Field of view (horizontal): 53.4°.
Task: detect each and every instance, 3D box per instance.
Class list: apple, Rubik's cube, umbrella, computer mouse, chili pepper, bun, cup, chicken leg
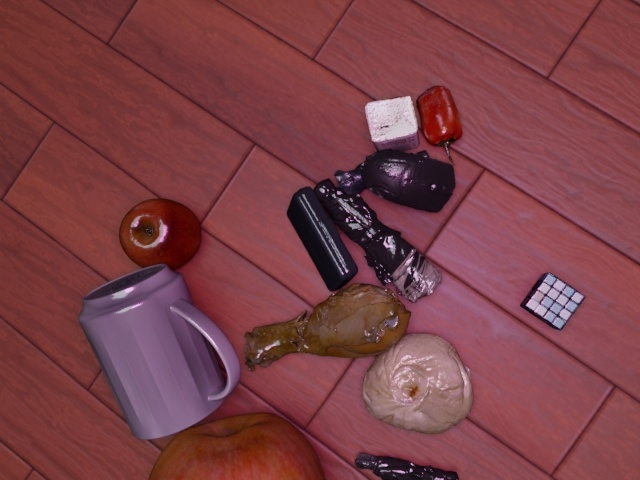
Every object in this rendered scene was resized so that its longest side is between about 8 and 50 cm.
[{"bbox_3d":[-0.173,0.549,1.328,0.392,0.391,0.346,-14,84,8],"label":"apple"},{"bbox_3d":[0.504,0.132,1.389,0.092,0.092,0.092,36,92,11],"label":"Rubik's cube"},{"bbox_3d":[0.145,-0.168,1.496,0.224,0.080,0.071,-18,47,4],"label":"umbrella"},{"bbox_3d":[0.118,-0.003,1.439,0.358,0.106,0.113,44,101,2],"label":"umbrella"},{"bbox_3d":[0.202,-0.138,1.441,0.217,0.073,0.121,13,106,-12],"label":"computer mouse"},{"bbox_3d":[0.281,-0.256,1.466,0.084,0.086,0.192,-8,73,-19],"label":"chili pepper"},{"bbox_3d":[0.219,0.325,1.396,0.244,0.153,0.243,0,90,9],"label":"bun"},{"bbox_3d":[-0.380,-0.014,1.520,0.181,0.168,0.180,-1,79,7],"label":"apple"},{"bbox_3d":[0.193,0.523,1.429,0.236,0.059,0.066,8,129,14],"label":"umbrella"},{"bbox_3d":[-0.336,0.230,1.393,0.323,0.237,0.326,-12,103,30],"label":"cup"},{"bbox_3d":[0.000,0.207,1.436,0.430,0.201,0.152,-17,126,18],"label":"chicken leg"}]

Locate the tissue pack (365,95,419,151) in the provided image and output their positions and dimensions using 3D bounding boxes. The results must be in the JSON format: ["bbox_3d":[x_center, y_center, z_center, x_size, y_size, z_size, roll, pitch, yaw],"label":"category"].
[{"bbox_3d":[0.167,-0.262,1.453,0.106,0.149,0.099,-12,84,9],"label":"tissue pack"}]

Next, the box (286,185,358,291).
[{"bbox_3d":[0.000,0.000,1.459,0.050,0.160,0.230,-27,80,-16],"label":"box"}]
